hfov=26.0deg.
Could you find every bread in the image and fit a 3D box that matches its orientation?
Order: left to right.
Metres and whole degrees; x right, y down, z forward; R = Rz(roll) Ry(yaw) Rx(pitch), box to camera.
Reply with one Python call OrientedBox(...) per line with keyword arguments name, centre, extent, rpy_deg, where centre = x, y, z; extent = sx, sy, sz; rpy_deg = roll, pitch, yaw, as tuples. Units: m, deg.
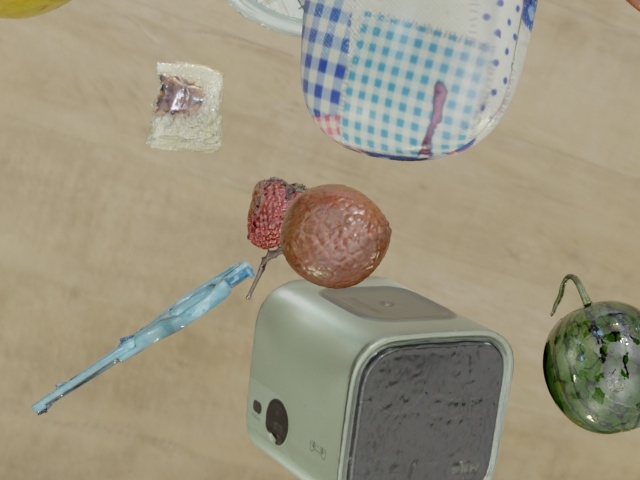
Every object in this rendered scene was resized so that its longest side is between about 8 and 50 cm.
OrientedBox(name="bread", centre=(-0.122, -0.123, 1.287), extent=(0.070, 0.035, 0.083), rpy_deg=(8, 75, -5))

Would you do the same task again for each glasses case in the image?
OrientedBox(name="glasses case", centre=(0.066, -0.204, 0.750), extent=(0.076, 0.125, 0.327), rpy_deg=(16, 81, -56))

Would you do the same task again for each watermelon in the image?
OrientedBox(name="watermelon", centre=(0.309, 0.121, 1.533), extent=(0.141, 0.141, 0.187), rpy_deg=(-18, 78, -9))

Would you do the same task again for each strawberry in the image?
OrientedBox(name="strawberry", centre=(-0.054, -0.033, 1.734), extent=(0.083, 0.083, 0.096), rpy_deg=(27, 108, -22))

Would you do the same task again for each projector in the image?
OrientedBox(name="projector", centre=(0.072, 0.199, 1.802), extent=(0.248, 0.249, 0.248), rpy_deg=(-1, 105, -31))

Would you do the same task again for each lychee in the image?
OrientedBox(name="lychee", centre=(0.002, -0.003, 1.343), extent=(0.114, 0.140, 0.101), rpy_deg=(-49, 137, -39))

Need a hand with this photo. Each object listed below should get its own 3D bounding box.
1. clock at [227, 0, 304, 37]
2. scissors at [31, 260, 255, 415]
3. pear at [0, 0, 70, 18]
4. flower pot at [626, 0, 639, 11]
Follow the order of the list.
OrientedBox(name="clock", centre=(-0.021, -0.301, 1.328), extent=(0.236, 0.053, 0.236), rpy_deg=(4, 78, -20))
OrientedBox(name="scissors", centre=(-0.259, 0.141, 1.990), extent=(0.393, 0.180, 0.032), rpy_deg=(-33, 95, 13))
OrientedBox(name="pear", centre=(-0.376, -0.405, 1.697), extent=(0.281, 0.281, 0.280), rpy_deg=(-5, 109, -14))
OrientedBox(name="flower pot", centre=(0.304, -0.276, 1.133), extent=(0.190, 0.190, 0.173), rpy_deg=(30, 119, -22))
